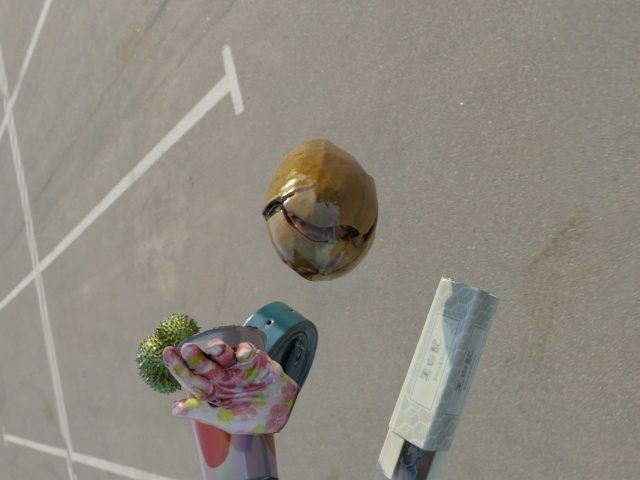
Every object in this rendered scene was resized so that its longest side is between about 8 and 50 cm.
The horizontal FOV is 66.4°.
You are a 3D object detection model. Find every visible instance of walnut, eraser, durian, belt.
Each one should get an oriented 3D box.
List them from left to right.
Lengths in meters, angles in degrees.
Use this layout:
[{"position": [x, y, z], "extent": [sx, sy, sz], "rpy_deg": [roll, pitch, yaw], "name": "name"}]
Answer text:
[{"position": [-0.547, 0.407, 1.768], "extent": [0.225, 0.291, 0.290], "rpy_deg": [5, 102, 6], "name": "durian"}, {"position": [-0.176, 0.419, 1.619], "extent": [0.173, 0.300, 0.435], "rpy_deg": [27, 107, 35], "name": "belt"}, {"position": [0.000, -0.075, 0.895], "extent": [0.208, 0.209, 0.336], "rpy_deg": [-57, 20, 35], "name": "walnut"}, {"position": [0.234, 0.280, 0.969], "extent": [0.096, 0.098, 0.403], "rpy_deg": [14, 83, 49], "name": "eraser"}]

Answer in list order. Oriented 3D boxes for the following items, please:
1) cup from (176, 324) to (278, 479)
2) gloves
[{"position": [-0.175, 0.339, 0.971], "extent": [0.203, 0.203, 0.288], "rpy_deg": [-50, 44, 39], "name": "cup"}, {"position": [-0.157, 0.237, 0.824], "extent": [0.145, 0.241, 0.126], "rpy_deg": [-57, 15, -6], "name": "gloves"}]
